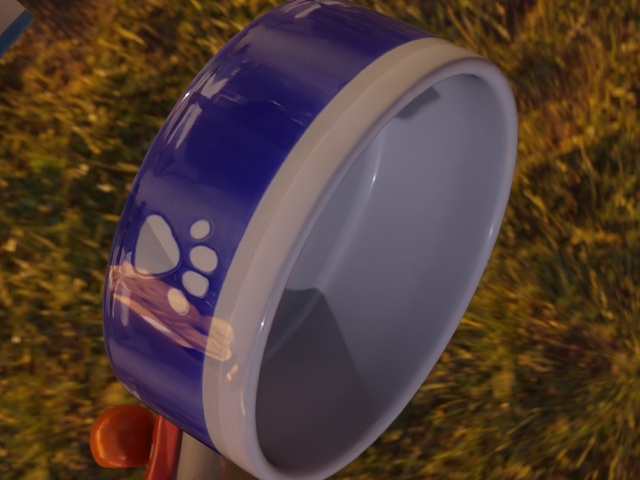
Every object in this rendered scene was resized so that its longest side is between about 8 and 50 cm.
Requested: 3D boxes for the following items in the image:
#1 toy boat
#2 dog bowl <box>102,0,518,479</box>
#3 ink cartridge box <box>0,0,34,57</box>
[{"bbox_3d":[-0.116,0.163,1.415,0.151,0.151,0.231,-4,64,22],"label":"toy boat"},{"bbox_3d":[0.000,0.000,0.992,0.104,0.265,0.265,28,91,25],"label":"dog bowl"},{"bbox_3d":[-0.297,-0.070,0.890,0.168,0.171,0.233,43,110,-12],"label":"ink cartridge box"}]
